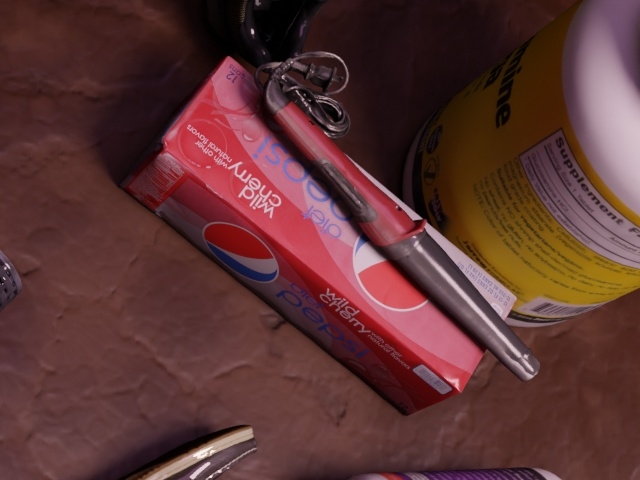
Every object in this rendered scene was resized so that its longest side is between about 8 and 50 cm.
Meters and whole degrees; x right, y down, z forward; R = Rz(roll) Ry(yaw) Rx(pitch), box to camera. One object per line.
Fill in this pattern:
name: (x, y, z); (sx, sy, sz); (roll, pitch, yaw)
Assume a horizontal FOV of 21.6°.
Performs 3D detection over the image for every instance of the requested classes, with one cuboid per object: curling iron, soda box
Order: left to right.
soda box: (0.000, 0.000, 1.141); (0.263, 0.083, 0.092); (39, 61, -9)
curling iron: (0.056, -0.017, 1.103); (0.068, 0.035, 0.274); (-41, 92, -32)

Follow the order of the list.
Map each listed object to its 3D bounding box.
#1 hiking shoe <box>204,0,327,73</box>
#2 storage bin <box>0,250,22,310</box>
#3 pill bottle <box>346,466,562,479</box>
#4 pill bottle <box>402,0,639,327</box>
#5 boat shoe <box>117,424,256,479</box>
hiking shoe: (-0.016, -0.211, 1.119); (0.086, 0.227, 0.114); (-9, 39, -24)
storage bin: (-0.276, 0.000, 0.987); (0.180, 0.122, 0.084); (48, 60, -4)
pill bottle: (0.109, 0.205, 1.109); (0.193, 0.108, 0.108); (1, 73, -25)
pill bottle: (0.206, -0.069, 1.116); (0.188, 0.334, 0.188); (8, 69, -23)
boat shoe: (-0.103, 0.166, 1.057); (0.152, 0.056, 0.049); (-27, 91, -20)
